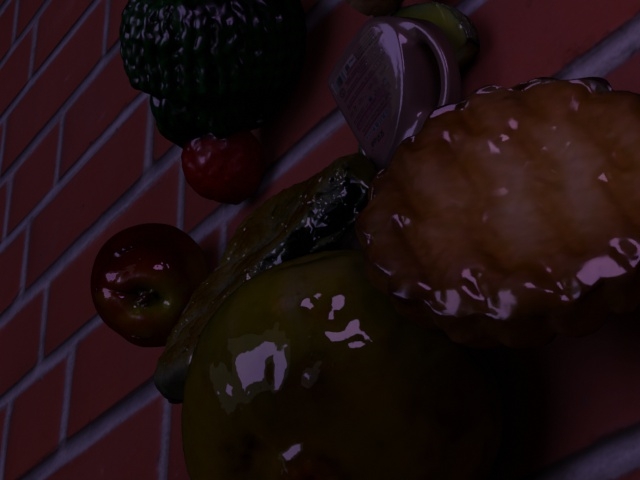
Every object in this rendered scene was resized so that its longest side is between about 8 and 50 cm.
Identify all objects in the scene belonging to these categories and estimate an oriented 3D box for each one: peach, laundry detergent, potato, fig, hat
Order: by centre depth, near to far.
[{"bbox_3d":[0.020,0.161,1.479,0.343,0.343,0.343,-38,44,47],"label":"fig"},{"bbox_3d":[0.109,-0.155,1.695,0.171,0.076,0.237,-54,51,36],"label":"laundry detergent"},{"bbox_3d":[0.130,-0.232,1.771,0.198,0.054,0.119,-25,68,51],"label":"potato"},{"bbox_3d":[-0.151,-0.219,2.113,0.242,0.274,0.332,-147,50,-63],"label":"hat"},{"bbox_3d":[-0.256,0.061,2.173,0.197,0.197,0.197,-38,44,47],"label":"peach"}]

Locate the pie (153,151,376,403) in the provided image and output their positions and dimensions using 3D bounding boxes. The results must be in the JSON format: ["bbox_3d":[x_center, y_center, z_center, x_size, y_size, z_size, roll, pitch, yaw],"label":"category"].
[{"bbox_3d":[-0.072,0.040,1.735,0.371,0.078,0.296,-51,15,-3],"label":"pie"}]

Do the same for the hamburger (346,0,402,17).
[{"bbox_3d":[0.129,-0.444,1.774,0.209,0.162,0.330,-19,49,48],"label":"hamburger"}]

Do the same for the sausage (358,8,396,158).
[{"bbox_3d":[0.075,-0.213,1.881,0.033,0.033,0.269,-23,55,55],"label":"sausage"}]

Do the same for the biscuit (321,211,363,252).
[{"bbox_3d":[-0.001,-0.001,1.844,0.220,0.033,0.220,-31,39,29],"label":"biscuit"}]

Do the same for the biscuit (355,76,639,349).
[{"bbox_3d":[0.196,-0.022,1.349,0.326,0.107,0.326,-12,44,12],"label":"biscuit"}]
